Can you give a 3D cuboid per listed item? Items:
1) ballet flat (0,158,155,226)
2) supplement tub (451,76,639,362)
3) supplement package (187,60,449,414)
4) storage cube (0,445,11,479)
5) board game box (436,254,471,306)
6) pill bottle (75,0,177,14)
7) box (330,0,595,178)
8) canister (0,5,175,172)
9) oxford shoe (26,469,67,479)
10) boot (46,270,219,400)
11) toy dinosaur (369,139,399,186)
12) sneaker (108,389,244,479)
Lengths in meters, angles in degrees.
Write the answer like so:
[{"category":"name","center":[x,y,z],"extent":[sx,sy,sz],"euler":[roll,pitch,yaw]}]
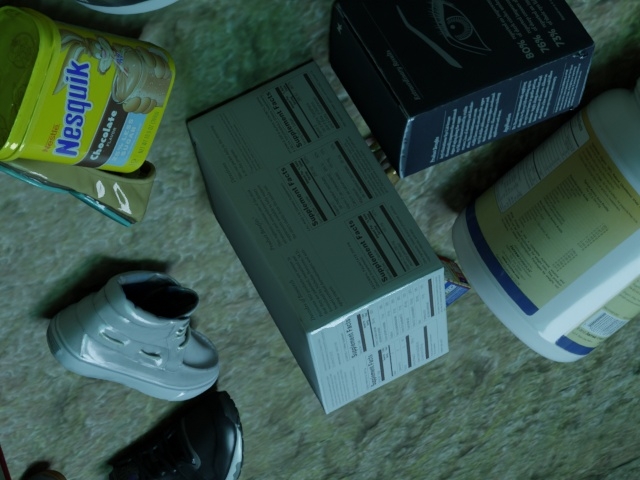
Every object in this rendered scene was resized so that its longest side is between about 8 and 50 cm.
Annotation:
[{"category":"ballet flat","center":[-0.229,-0.075,1.658],"extent":[0.073,0.080,0.232],"euler":[-62,152,1]},{"category":"supplement tub","center":[0.336,-0.032,2.101],"extent":[0.316,0.228,0.228],"euler":[-41,152,21]},{"category":"supplement package","center":[0.000,0.000,1.781],"extent":[0.145,0.262,0.204],"euler":[-26,153,-8]},{"category":"storage cube","center":[-0.450,0.279,1.882],"extent":[0.193,0.215,0.184],"euler":[-35,154,25]},{"category":"board game box","center":[0.079,0.069,2.224],"extent":[0.147,0.045,0.193],"euler":[-39,152,18]},{"category":"pill bottle","center":[-0.190,-0.289,1.174],"extent":[0.188,0.188,0.334],"euler":[-36,152,12]},{"category":"box","center":[0.133,-0.177,1.733],"extent":[0.207,0.153,0.108],"euler":[-22,153,-14]},{"category":"canister","center":[-0.212,-0.124,1.536],"extent":[0.170,0.073,0.126],"euler":[6,108,-53]},{"category":"oxford shoe","center":[-0.342,0.342,2.271],"extent":[0.076,0.076,0.212],"euler":[-48,166,-40]},{"category":"boot","center":[-0.168,0.101,1.972],"extent":[0.123,0.095,0.258],"euler":[-36,153,26]},{"category":"toy dinosaur","center":[0.081,-0.083,1.942],"extent":[0.112,0.064,0.211],"euler":[-13,149,-32]},{"category":"sneaker","center":[-0.194,0.294,2.282],"extent":[0.124,0.107,0.283],"euler":[-3,143,-33]}]
